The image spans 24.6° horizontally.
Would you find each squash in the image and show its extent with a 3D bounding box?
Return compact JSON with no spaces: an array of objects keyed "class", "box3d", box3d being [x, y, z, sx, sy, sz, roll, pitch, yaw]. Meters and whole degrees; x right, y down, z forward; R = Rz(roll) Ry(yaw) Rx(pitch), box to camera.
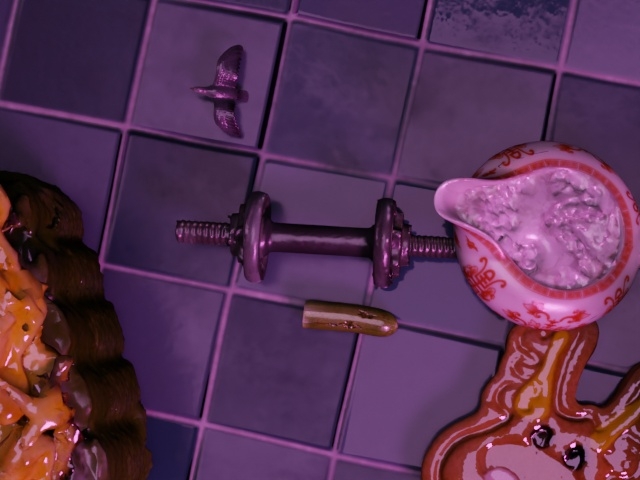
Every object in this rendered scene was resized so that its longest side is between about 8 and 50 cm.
[{"class":"squash","box3d":[0.027,0.069,1.296,0.083,0.027,0.027,5,87,5]}]

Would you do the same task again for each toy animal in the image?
[{"class":"toy animal","box3d":[-0.091,-0.135,1.322,0.050,0.028,0.084,-1,89,5]}]

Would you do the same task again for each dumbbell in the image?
[{"class":"dumbbell","box3d":[0.000,0.000,1.278,0.254,0.081,0.081,4,87,6]}]

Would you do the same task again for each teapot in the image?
[{"class":"teapot","box3d":[0.204,-0.002,1.239,0.246,0.116,0.159,4,68,-9]}]

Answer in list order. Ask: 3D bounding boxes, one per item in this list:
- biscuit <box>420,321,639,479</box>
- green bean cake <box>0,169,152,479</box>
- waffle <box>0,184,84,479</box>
[{"class":"biscuit","box3d":[0.185,0.206,1.264,0.186,0.044,0.295,29,89,9]},{"class":"green bean cake","box3d":[-0.333,0.123,1.238,0.319,0.218,0.335,-19,83,5]},{"class":"waffle","box3d":[-0.373,0.102,1.109,0.380,0.095,0.382,-15,92,10]}]
